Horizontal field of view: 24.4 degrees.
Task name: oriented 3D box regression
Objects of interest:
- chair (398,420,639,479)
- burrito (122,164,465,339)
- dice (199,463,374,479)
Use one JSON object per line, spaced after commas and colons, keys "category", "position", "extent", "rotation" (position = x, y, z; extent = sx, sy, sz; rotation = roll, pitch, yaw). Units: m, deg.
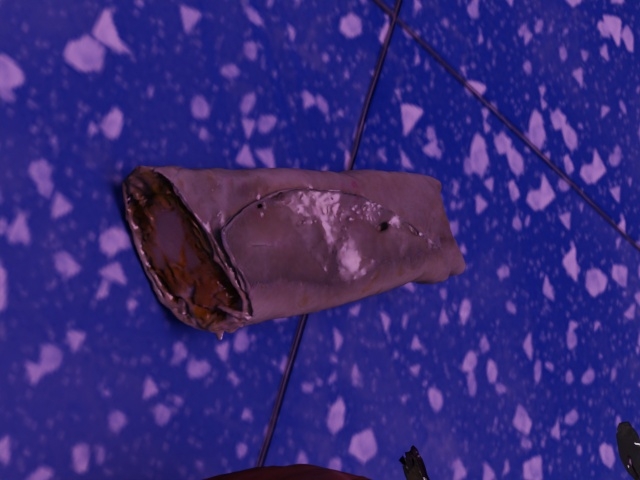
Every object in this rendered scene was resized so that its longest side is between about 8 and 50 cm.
{"category": "chair", "position": [0.105, 0.192, 0.527], "extent": [0.213, 0.174, 0.149], "rotation": [45, 58, -18]}
{"category": "burrito", "position": [0.000, 0.000, 0.769], "extent": [0.226, 0.060, 0.087], "rotation": [-6, 83, -46]}
{"category": "dice", "position": [-0.029, 0.210, 0.628], "extent": [0.174, 0.179, 0.175], "rotation": [-44, 111, -40]}
